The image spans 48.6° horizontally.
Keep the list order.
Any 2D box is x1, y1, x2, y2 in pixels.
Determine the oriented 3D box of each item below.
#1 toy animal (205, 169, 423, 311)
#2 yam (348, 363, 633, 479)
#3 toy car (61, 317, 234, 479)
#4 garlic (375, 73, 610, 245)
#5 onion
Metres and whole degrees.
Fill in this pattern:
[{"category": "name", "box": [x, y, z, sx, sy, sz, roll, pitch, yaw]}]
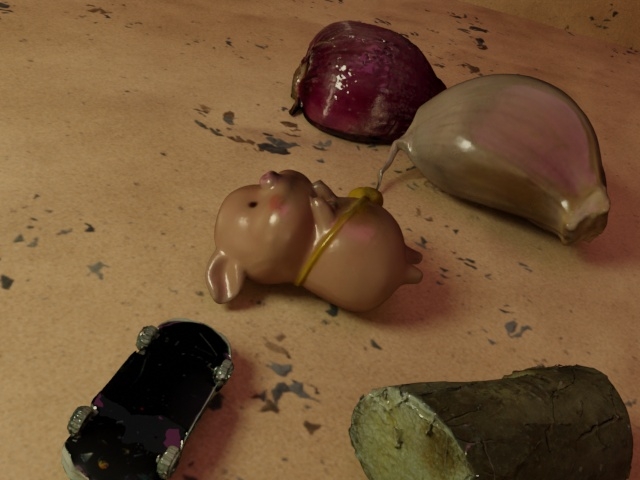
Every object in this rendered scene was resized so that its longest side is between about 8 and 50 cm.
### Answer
[{"category": "toy animal", "box": [0.000, 0.000, 0.828, 0.247, 0.149, 0.165, 11, 19, 1]}, {"category": "yam", "box": [0.167, 0.190, 0.647, 0.254, 0.154, 0.154, 2, 38, -28]}, {"category": "toy car", "box": [-0.147, 0.145, 0.637, 0.095, 0.056, 0.205, 22, 32, 5]}, {"category": "garlic", "box": [0.284, -0.120, 1.122, 0.339, 0.231, 0.246, 12, 78, 18]}, {"category": "onion", "box": [0.129, -0.285, 1.253, 0.348, 0.159, 0.267, 10, 39, -9]}]
